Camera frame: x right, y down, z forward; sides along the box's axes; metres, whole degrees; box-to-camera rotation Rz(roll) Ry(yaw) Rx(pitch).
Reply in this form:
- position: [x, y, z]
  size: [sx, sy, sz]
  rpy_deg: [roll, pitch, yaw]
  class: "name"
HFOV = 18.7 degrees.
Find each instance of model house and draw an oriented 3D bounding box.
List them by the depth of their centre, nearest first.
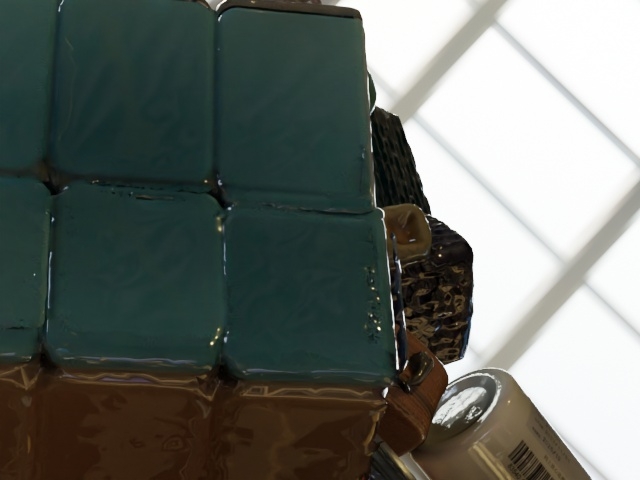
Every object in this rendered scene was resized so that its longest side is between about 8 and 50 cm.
- position: [0.002, 0.000, 1.768]
  size: [0.284, 0.243, 0.298]
  rpy_deg: [-48, -125, 60]
  class: "model house"

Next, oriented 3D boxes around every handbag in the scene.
- position: [0.000, 0.091, 1.481]
  size: [0.151, 0.072, 0.193]
  rpy_deg: [-23, -61, 43]
  class: "handbag"

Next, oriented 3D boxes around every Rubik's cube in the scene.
- position: [-0.094, 0.031, 0.919]
  size: [0.221, 0.225, 0.231]
  rpy_deg: [104, -13, -50]
  class: "Rubik's cube"

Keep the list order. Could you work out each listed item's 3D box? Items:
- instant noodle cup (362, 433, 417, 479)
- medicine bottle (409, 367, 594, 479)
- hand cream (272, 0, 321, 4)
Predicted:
- position: [0.000, 0.217, 1.361]
  size: [0.208, 0.125, 0.177]
  rpy_deg: [60, -18, -12]
  class: "instant noodle cup"
- position: [0.158, 0.197, 1.531]
  size: [0.186, 0.103, 0.103]
  rpy_deg: [51, -2, -21]
  class: "medicine bottle"
- position: [-0.034, -0.085, 1.588]
  size: [0.084, 0.256, 0.050]
  rpy_deg: [6, 0, 45]
  class: "hand cream"
